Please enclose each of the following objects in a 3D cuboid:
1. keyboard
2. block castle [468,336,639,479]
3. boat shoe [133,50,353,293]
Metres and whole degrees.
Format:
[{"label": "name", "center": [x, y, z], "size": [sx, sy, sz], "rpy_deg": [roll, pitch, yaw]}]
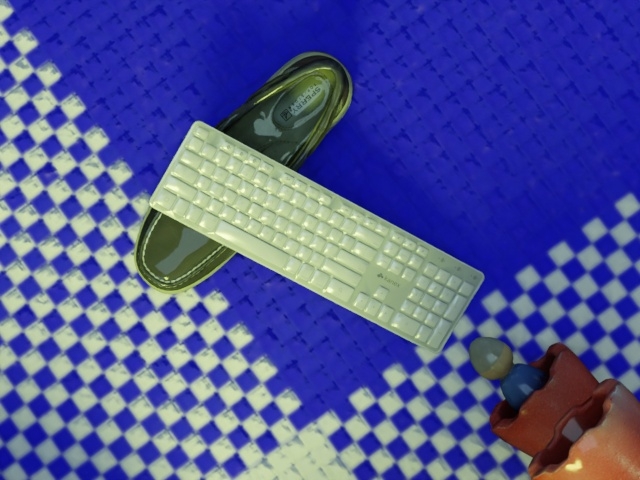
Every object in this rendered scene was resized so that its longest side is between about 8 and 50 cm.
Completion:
[{"label": "keyboard", "center": [0.000, 0.000, 1.446], "size": [0.256, 0.014, 0.072], "rpy_deg": [28, 92, -19]}, {"label": "block castle", "center": [0.068, 0.282, 1.342], "size": [0.213, 0.303, 0.453], "rpy_deg": [41, 91, -4]}, {"label": "boat shoe", "center": [-0.062, -0.054, 1.466], "size": [0.080, 0.073, 0.223], "rpy_deg": [42, 90, 3]}]
